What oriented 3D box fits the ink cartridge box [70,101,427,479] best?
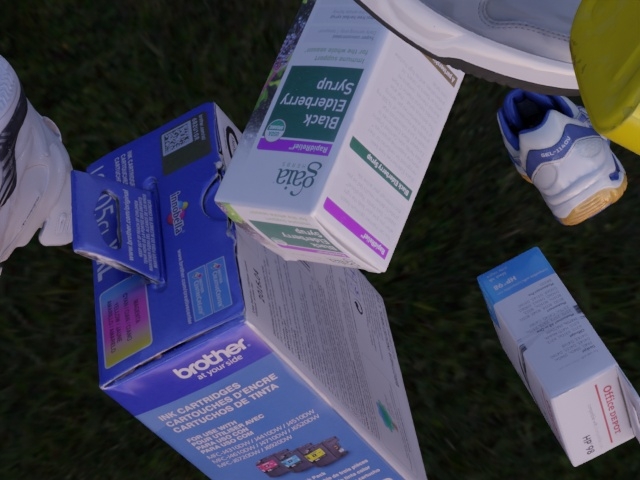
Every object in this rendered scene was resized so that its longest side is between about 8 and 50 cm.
[{"bbox_3d":[-0.071,0.068,1.298,0.151,0.395,0.270,-26,44,14],"label":"ink cartridge box"}]

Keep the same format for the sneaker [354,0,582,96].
[{"bbox_3d":[0.070,-0.203,0.708,0.296,0.178,0.123,31,55,-9],"label":"sneaker"}]

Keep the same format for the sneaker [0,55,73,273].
[{"bbox_3d":[-0.346,0.007,1.464,0.137,0.210,0.365,7,76,19],"label":"sneaker"}]

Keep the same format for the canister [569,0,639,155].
[{"bbox_3d":[0.187,-0.048,0.562,0.170,0.126,0.073,26,118,-13],"label":"canister"}]

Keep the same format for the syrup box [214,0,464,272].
[{"bbox_3d":[0.027,-0.103,1.025,0.093,0.096,0.236,8,67,41],"label":"syrup box"}]

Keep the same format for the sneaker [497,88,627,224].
[{"bbox_3d":[0.251,-0.127,1.591,0.112,0.296,0.131,-36,107,6],"label":"sneaker"}]

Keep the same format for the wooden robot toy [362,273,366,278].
[{"bbox_3d":[0.000,0.000,1.734,0.079,0.173,0.076,11,94,-32],"label":"wooden robot toy"}]

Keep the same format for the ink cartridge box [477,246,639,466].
[{"bbox_3d":[0.197,0.105,1.167,0.060,0.104,0.180,-26,46,-1],"label":"ink cartridge box"}]
